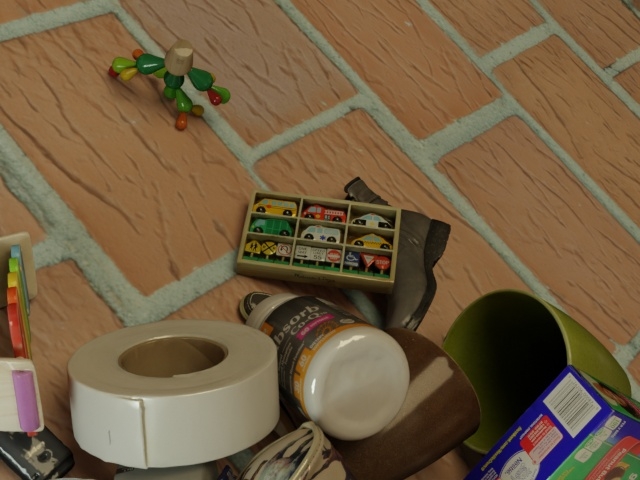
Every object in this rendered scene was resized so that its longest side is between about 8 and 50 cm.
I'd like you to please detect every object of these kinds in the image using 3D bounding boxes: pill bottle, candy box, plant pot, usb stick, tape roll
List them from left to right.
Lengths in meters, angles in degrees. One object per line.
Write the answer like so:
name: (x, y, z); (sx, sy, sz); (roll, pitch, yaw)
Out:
usb stick: (-0.447, 0.222, 1.386); (0.278, 0.045, 0.077); (43, 44, 4)
tape roll: (-0.198, 0.200, 1.406); (0.286, 0.100, 0.286); (-1, 16, 0)
pill bottle: (-0.003, 0.171, 1.509); (0.162, 0.278, 0.162); (-6, 103, -26)
plant pot: (0.090, 0.285, 1.588); (0.230, 0.215, 0.215); (-37, 79, -31)
plant pot: (0.399, 0.248, 1.781); (0.293, 0.275, 0.275); (18, 46, -39)
candy box: (0.413, 0.362, 1.594); (0.317, 0.268, 0.122); (27, 18, -39)

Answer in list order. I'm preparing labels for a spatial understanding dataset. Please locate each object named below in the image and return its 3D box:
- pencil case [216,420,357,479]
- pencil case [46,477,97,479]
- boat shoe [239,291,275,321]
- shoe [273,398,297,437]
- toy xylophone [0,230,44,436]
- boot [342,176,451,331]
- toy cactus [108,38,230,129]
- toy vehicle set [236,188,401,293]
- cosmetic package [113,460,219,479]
pencil case: (0.031, 0.441, 1.347); (0.183, 0.160, 0.410); (-40, 107, -17)
pencil case: (-0.308, 0.428, 1.264); (0.124, 0.113, 0.273); (2, 55, -26)
boat shoe: (-0.022, 0.133, 1.707); (0.223, 0.073, 0.080); (27, 46, -13)
shoe: (-0.109, 0.235, 1.589); (0.058, 0.076, 0.219); (-39, 81, -2)
toy xylophone: (-0.415, 0.094, 1.351); (0.081, 0.236, 0.323); (-6, 42, -13)
boot: (0.094, 0.043, 1.847); (0.222, 0.118, 0.338); (25, 39, -4)
toy cactus: (-0.263, -0.290, 1.825); (0.219, 0.180, 0.112); (25, 66, -7)
toy vehicle set: (0.000, 0.000, 1.780); (0.266, 0.035, 0.166); (7, 52, 1)
cosmetic package: (-0.197, 0.348, 1.309); (0.127, 0.107, 0.238); (-11, 18, 0)
